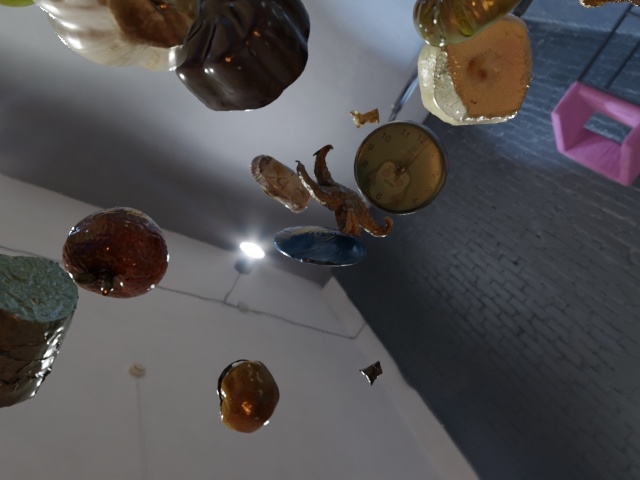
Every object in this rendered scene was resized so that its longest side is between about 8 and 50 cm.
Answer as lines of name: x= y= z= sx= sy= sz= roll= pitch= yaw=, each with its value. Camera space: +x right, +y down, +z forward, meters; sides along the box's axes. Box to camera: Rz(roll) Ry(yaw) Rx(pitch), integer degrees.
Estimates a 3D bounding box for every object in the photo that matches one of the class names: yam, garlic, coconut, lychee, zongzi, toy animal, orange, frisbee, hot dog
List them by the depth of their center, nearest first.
garlic: x=-0.269 y=-0.327 z=0.605 sx=0.281 sy=0.185 sz=0.203 roll=31 pitch=-143 yaw=-63
yam: x=-0.597 y=0.186 z=0.943 sx=0.201 sy=0.271 sz=0.202 roll=46 pitch=-159 yaw=26
orange: x=-0.158 y=0.357 z=1.134 sx=0.170 sy=0.160 sz=0.112 roll=42 pitch=147 yaw=-18
lychee: x=-0.510 y=0.039 z=1.246 sx=0.255 sy=0.255 sz=0.300 roll=25 pitch=-137 yaw=-21
frisbee: x=0.000 y=0.000 z=1.276 sx=0.242 sy=0.045 sz=0.242 roll=9 pitch=-159 yaw=-3
hot dog: x=-0.104 y=-0.153 z=1.303 sx=0.192 sy=0.099 sz=0.053 roll=36 pitch=155 yaw=-21
coconut: x=0.404 y=-0.451 z=1.322 sx=0.297 sy=0.297 sz=0.254 roll=29 pitch=-169 yaw=-7
toy animal: x=0.136 y=-0.376 z=1.507 sx=0.083 sy=0.060 sz=0.081 roll=-6 pitch=-142 yaw=12
zongzi: x=0.177 y=0.475 z=1.792 sx=0.074 sy=0.083 sz=0.067 roll=23 pitch=146 yaw=34

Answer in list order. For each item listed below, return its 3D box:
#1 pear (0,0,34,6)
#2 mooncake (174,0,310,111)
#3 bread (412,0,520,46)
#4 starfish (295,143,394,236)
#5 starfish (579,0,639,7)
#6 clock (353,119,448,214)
pear: x=-0.677 y=-0.636 z=1.084 sx=0.212 sy=0.269 sz=0.212 roll=-18 pitch=-90 yaw=-75
mooncake: x=-0.170 y=-0.407 z=0.955 sx=0.306 sy=0.306 sz=0.154 roll=41 pitch=-176 yaw=31
bread: x=0.243 y=-0.410 z=0.816 sx=0.104 sy=0.213 sz=0.213 roll=52 pitch=-173 yaw=-23
starfish: x=0.061 y=-0.123 z=1.348 sx=0.303 sy=0.113 sz=0.312 roll=56 pitch=-161 yaw=13
starfish: x=0.586 y=-0.494 z=0.981 sx=0.303 sy=0.060 sz=0.299 roll=13 pitch=-146 yaw=4
clock: x=0.267 y=-0.243 z=1.663 sx=0.319 sy=0.318 sz=0.066 roll=33 pitch=-161 yaw=6
